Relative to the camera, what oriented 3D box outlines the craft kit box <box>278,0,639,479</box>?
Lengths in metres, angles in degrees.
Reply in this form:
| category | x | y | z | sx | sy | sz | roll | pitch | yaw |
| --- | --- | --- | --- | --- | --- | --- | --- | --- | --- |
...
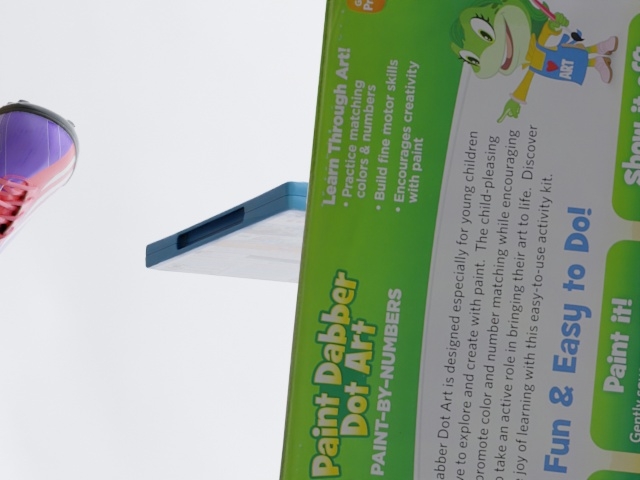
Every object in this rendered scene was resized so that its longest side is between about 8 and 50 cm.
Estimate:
| category | x | y | z | sx | sy | sz | roll | pitch | yaw |
| --- | --- | --- | --- | --- | --- | --- | --- | --- | --- |
| craft kit box | 0.112 | 0.037 | 0.552 | 0.061 | 0.246 | 0.250 | 99 | -3 | -88 |

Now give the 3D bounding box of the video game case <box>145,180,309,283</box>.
| category | x | y | z | sx | sy | sz | roll | pitch | yaw |
| --- | --- | --- | --- | --- | --- | --- | --- | --- | --- |
| video game case | 0.000 | 0.000 | 0.757 | 0.166 | 0.119 | 0.015 | -19 | -113 | 60 |

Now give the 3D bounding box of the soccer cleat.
| category | x | y | z | sx | sy | sz | roll | pitch | yaw |
| --- | --- | --- | --- | --- | --- | --- | --- | --- | --- |
| soccer cleat | -0.348 | -0.036 | 1.654 | 0.318 | 0.108 | 0.116 | -38 | -151 | 49 |
